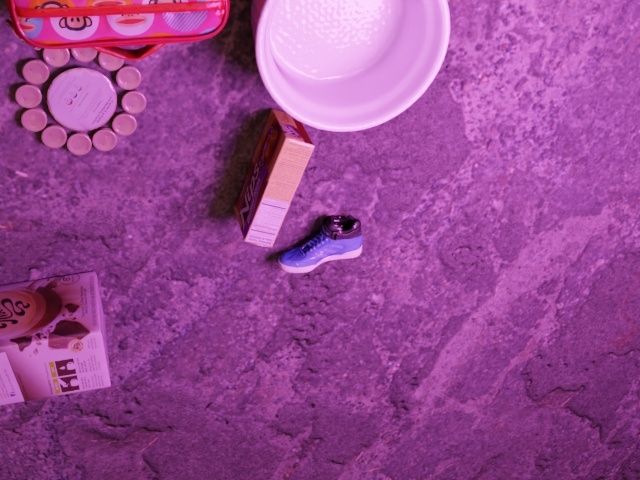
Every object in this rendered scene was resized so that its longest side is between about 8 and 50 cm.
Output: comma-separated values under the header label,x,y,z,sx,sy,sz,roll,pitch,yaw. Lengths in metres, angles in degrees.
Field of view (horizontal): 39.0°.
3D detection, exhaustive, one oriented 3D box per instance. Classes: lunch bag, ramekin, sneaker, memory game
label,x,y,z,sx,sy,sz,roll,pitch,yaw
lunch bag,-0.267,-0.356,1.183,0.293,0.120,0.258,-6,128,-11
ramekin,0.032,-0.307,1.289,0.277,0.135,0.277,-8,123,-12
sneaker,0.000,-0.001,1.525,0.152,0.058,0.084,-12,131,-14
memory game,-0.346,-0.208,1.314,0.186,0.012,0.186,-8,124,-12

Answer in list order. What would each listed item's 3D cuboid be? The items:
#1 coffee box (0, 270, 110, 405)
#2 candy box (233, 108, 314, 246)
label,x,y,z,sx,sy,sz,roll,pitch,yaw
coffee box,-0.490,0.160,1.416,0.297,0.168,0.118,-9,124,-12
candy box,-0.076,-0.097,1.410,0.053,0.109,0.186,13,118,-24
